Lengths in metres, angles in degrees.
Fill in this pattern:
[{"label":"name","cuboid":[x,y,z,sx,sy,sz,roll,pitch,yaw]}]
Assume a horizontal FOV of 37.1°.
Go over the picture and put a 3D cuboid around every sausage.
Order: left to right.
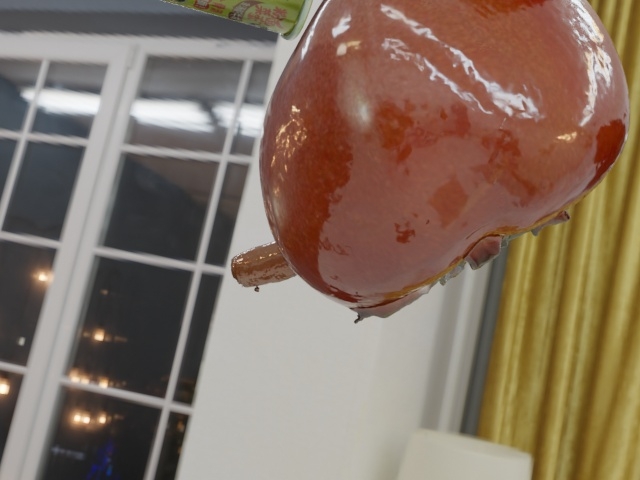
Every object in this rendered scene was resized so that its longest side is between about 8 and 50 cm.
[{"label":"sausage","cuboid":[0.000,0.001,1.567,0.327,0.079,0.087,-24,-22,19]}]

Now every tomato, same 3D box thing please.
[{"label":"tomato","cuboid":[0.091,-0.103,0.851,0.341,0.273,0.341,-28,-3,-2]}]

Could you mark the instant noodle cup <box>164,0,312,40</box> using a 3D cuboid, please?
[{"label":"instant noodle cup","cuboid":[-0.126,-0.437,1.304,0.221,0.311,0.311,4,-8,-15]}]
